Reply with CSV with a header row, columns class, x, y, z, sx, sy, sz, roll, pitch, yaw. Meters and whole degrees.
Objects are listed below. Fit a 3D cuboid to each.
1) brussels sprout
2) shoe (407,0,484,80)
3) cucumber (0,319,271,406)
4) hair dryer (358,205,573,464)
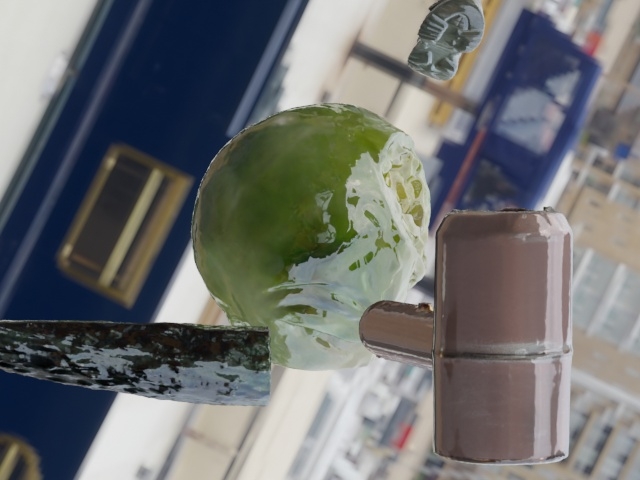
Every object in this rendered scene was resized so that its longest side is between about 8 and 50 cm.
class,x,y,z,sx,sy,sz,roll,pitch,yaw
brussels sprout,0.000,0.000,1.955,0.344,0.344,0.268,-65,-161,8
shoe,0.157,-0.264,1.900,0.169,0.071,0.099,120,-9,-66
cucumber,-0.143,0.091,1.184,0.078,0.211,0.062,161,-70,-82
hair dryer,0.093,0.066,1.316,0.344,0.106,0.189,-176,-94,-69
